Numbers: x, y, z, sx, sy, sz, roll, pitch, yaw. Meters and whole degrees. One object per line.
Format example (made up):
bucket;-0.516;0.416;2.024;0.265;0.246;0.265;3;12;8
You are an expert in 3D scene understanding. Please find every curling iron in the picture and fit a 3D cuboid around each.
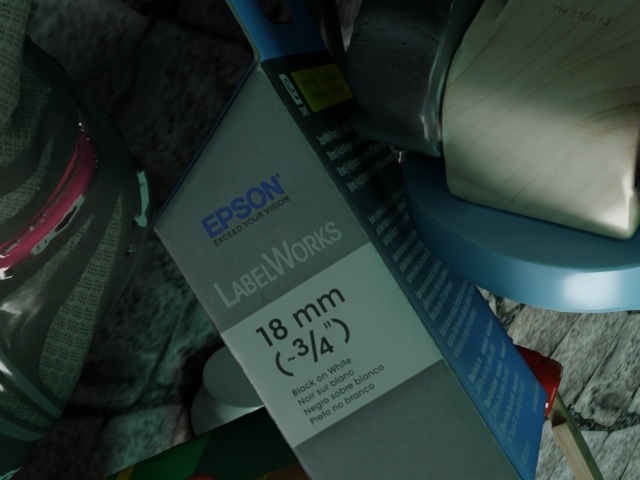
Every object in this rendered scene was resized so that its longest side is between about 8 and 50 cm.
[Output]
curling iron;0.014;-0.105;1.243;0.068;0.035;0.274;-50;151;-18

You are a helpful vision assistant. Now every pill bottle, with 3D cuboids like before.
pill bottle;-0.053;0.148;1.352;0.086;0.086;0.152;-36;145;-31

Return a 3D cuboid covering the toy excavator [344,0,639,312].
toy excavator;0.203;-0.066;1.142;0.445;0.222;0.433;83;30;-47

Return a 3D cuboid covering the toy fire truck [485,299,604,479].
toy fire truck;0.133;0.156;1.425;0.217;0.246;0.158;-60;166;-58

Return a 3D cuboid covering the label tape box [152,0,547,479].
label tape box;0.000;0.000;1.040;0.106;0.333;0.240;-32;-179;11

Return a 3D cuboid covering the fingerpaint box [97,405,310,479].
fingerpaint box;-0.175;0.319;1.153;0.371;0.163;0.445;-20;155;-46

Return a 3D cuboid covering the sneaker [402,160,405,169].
sneaker;0.164;-0.085;1.385;0.319;0.131;0.112;-53;152;-4

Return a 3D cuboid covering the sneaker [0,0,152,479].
sneaker;-0.191;-0.041;0.895;0.202;0.185;0.483;-42;159;-36
